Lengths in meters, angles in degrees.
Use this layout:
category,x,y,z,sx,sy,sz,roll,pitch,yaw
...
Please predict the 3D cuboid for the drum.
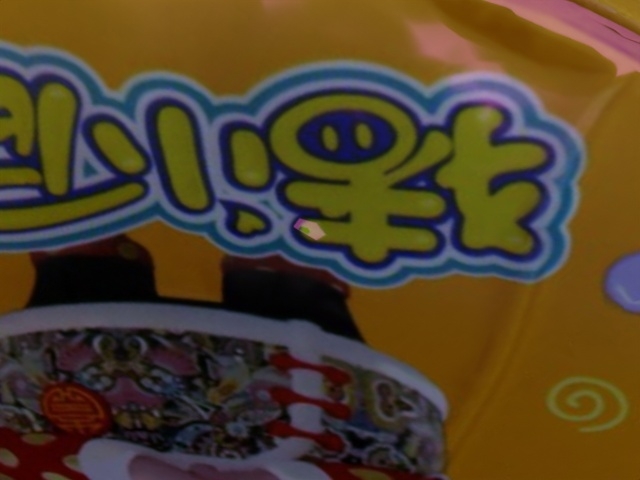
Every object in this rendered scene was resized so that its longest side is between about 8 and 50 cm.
category,x,y,z,sx,sy,sz,roll,pitch,yaw
drum,0.000,0.000,0.533,0.431,0.214,0.431,8,135,8
